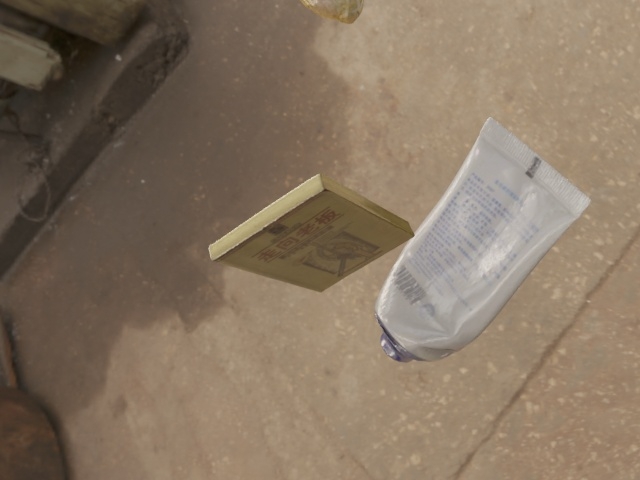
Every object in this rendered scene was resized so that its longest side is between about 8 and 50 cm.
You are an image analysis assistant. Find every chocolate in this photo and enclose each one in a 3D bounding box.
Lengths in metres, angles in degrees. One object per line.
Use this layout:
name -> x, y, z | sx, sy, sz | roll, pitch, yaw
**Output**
chocolate -> -0.031, -0.595, 1.570 | 0.309, 0.134, 0.134 | 39, 111, -3

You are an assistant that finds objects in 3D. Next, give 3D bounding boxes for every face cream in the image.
face cream -> 0.228, 0.032, 1.178 | 0.420, 0.137, 0.235 | -58, 45, 24

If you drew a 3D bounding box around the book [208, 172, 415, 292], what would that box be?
book -> 0.000, 0.000, 0.851 | 0.161, 0.231, 0.026 | -32, 63, 21
